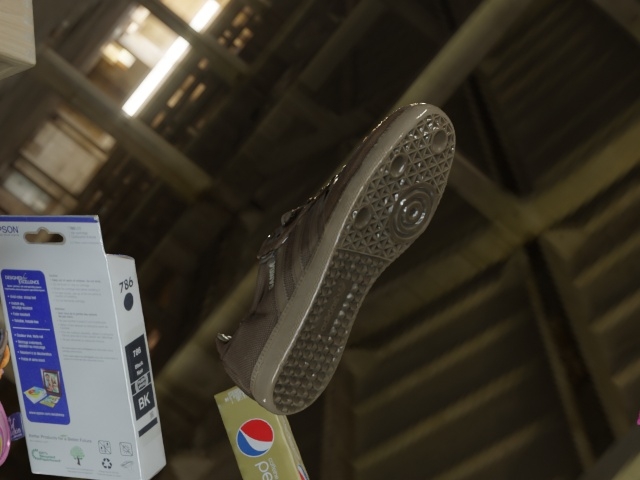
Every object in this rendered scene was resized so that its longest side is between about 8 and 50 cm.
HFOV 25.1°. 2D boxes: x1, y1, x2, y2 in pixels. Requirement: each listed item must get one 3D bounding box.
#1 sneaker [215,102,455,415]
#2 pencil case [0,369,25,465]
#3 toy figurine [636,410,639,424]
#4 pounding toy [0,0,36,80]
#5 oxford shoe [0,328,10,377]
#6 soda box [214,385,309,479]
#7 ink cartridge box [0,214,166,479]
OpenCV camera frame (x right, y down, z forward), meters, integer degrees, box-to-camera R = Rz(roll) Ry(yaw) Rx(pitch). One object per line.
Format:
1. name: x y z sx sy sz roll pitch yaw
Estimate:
1. sneaker: 0.000 0.000 0.787 0.071 0.066 0.188 33 -87 41
2. pencil case: -0.440 0.197 1.391 0.284 0.124 0.124 -18 -161 11
3. toy figurine: 0.320 0.183 1.158 0.130 0.159 0.173 -17 144 -31
4. pounding toy: -0.257 -0.156 0.873 0.130 0.141 0.100 -16 -107 30
5. oxford shoe: -0.208 0.097 0.749 0.132 0.130 0.364 -36 154 -14
6. soda box: -0.050 0.237 1.502 0.058 0.181 0.061 -23 154 5
7. ink cartridge box: -0.286 0.120 1.689 0.165 0.333 0.065 2 -161 25
